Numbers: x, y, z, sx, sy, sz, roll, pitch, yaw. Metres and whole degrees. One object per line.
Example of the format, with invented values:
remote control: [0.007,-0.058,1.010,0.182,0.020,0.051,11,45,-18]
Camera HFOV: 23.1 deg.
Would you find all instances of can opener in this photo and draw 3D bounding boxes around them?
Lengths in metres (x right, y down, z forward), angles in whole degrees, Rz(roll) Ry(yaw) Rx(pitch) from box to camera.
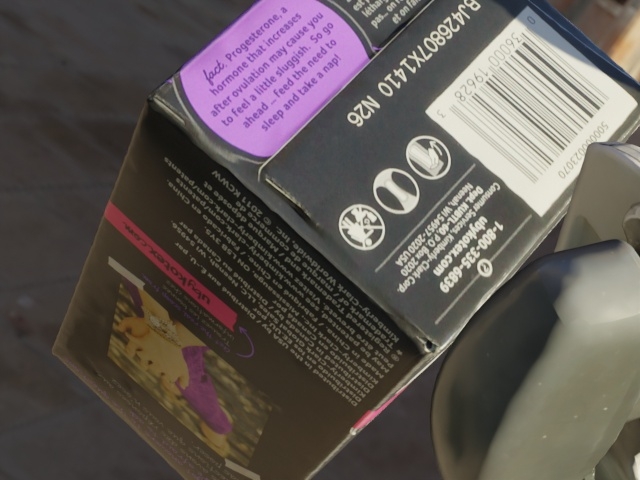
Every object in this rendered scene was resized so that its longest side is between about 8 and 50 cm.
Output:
can opener: [0.062,0.086,0.489,0.093,0.280,0.074,-13,48,-18]

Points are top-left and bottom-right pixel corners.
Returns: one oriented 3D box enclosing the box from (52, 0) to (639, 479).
box: [0.000,0.000,0.702,0.143,0.165,0.270,43,-29,4]
